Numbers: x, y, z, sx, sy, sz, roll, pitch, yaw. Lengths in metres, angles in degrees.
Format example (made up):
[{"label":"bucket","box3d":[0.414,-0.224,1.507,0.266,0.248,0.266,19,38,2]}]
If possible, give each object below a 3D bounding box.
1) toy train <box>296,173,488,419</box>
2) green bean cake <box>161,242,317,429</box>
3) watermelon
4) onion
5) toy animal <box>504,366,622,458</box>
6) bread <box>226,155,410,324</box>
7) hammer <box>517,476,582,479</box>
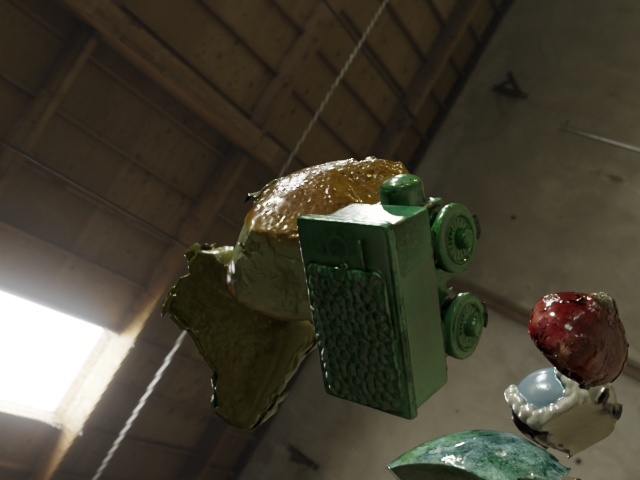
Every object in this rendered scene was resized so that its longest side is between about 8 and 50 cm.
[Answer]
[{"label":"toy train","box3d":[0.096,0.060,0.880,0.201,0.145,0.266,-26,-66,-43]},{"label":"green bean cake","box3d":[-0.163,0.178,1.445,0.285,0.310,0.202,-55,-11,16]},{"label":"watermelon","box3d":[0.300,0.508,1.436,0.228,0.387,0.259,-5,-90,-40]},{"label":"onion","box3d":[0.449,0.153,1.254,0.184,0.184,0.147,-20,-35,-42]},{"label":"toy animal","box3d":[0.492,0.329,1.505,0.204,0.156,0.208,-38,-45,14]},{"label":"bread","box3d":[0.000,0.000,1.153,0.250,0.278,0.225,-72,-11,-48]},{"label":"hammer","box3d":[0.365,0.386,1.182,0.110,0.035,0.019,11,-107,-16]}]
